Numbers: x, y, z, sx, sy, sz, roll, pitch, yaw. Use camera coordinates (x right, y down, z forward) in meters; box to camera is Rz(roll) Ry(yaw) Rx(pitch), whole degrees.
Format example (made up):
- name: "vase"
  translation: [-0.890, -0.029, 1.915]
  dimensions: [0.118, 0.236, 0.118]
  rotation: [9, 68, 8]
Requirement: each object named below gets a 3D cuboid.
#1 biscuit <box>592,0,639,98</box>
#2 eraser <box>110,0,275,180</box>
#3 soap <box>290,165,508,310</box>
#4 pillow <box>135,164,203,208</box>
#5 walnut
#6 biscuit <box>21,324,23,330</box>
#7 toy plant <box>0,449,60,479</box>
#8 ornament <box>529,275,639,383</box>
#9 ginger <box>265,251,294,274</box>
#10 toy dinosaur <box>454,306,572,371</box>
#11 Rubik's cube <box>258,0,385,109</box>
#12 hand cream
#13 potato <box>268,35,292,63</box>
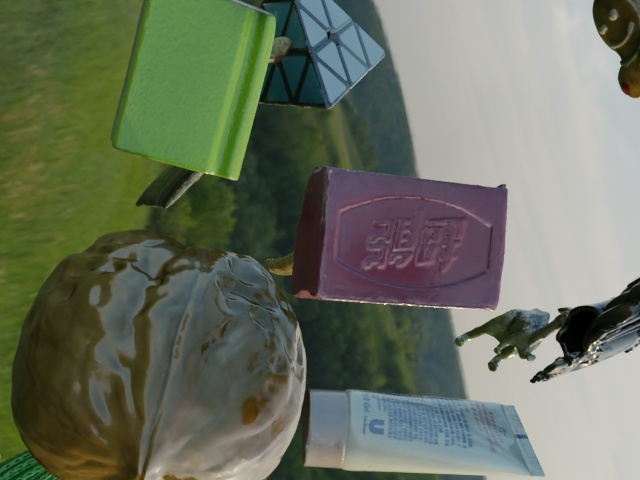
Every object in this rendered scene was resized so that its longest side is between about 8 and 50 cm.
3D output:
- name: "biscuit"
  translation: [0.513, -0.260, 1.469]
  dimensions: [0.301, 0.049, 0.197]
  rotation: [56, -20, 12]
- name: "eraser"
  translation: [-0.193, -0.251, 1.490]
  dimensions: [0.092, 0.210, 0.274]
  rotation: [-141, -113, -72]
- name: "soap"
  translation: [0.140, -0.001, 1.704]
  dimensions: [0.128, 0.360, 0.233]
  rotation: [-178, -87, -68]
- name: "pillow"
  translation: [-0.283, -0.141, 2.011]
  dimensions: [0.052, 0.208, 0.212]
  rotation: [47, -17, -22]
- name: "walnut"
  translation: [-0.195, 0.164, 1.205]
  dimensions: [0.398, 0.354, 0.308]
  rotation: [-83, -176, -65]
- name: "biscuit"
  translation: [-0.315, 0.137, 1.521]
  dimensions: [0.334, 0.289, 0.081]
  rotation: [118, -45, -61]
- name: "toy plant"
  translation: [-0.406, 0.359, 1.355]
  dimensions: [0.088, 0.240, 0.154]
  rotation: [120, -41, -65]
- name: "ornament"
  translation: [0.405, 0.102, 1.290]
  dimensions: [0.106, 0.260, 0.251]
  rotation: [64, -34, 17]
- name: "ginger"
  translation: [0.000, 0.000, 2.295]
  dimensions: [0.148, 0.334, 0.081]
  rotation: [17, 45, -42]
- name: "toy dinosaur"
  translation: [0.397, 0.190, 1.952]
  dimensions: [0.077, 0.162, 0.294]
  rotation: [62, -22, -15]
- name: "Rubik's cube"
  translation: [-0.028, -0.345, 1.804]
  dimensions: [0.233, 0.229, 0.228]
  rotation: [-62, 172, -11]
- name: "hand cream"
  translation: [0.104, 0.205, 1.040]
  dimensions: [0.133, 0.248, 0.083]
  rotation: [-93, -171, -65]
- name: "potato"
  translation: [-0.086, -0.325, 1.675]
  dimensions: [0.092, 0.045, 0.046]
  rotation: [-30, 126, -38]
